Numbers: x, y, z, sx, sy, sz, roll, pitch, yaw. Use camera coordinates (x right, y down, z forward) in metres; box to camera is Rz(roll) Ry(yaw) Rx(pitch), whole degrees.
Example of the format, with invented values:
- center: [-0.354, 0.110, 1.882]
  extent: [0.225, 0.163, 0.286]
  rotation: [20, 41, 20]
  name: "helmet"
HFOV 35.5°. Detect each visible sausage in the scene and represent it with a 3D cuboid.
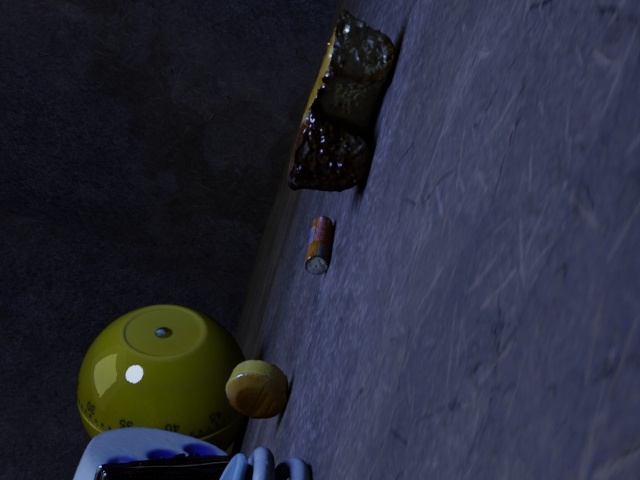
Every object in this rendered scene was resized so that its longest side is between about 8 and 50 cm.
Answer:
- center: [0.000, 0.000, 1.299]
  extent: [0.107, 0.031, 0.031]
  rotation: [-80, 8, -51]
  name: "sausage"

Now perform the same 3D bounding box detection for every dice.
- center: [-0.300, 0.502, 1.670]
  extent: [0.304, 0.277, 0.304]
  rotation: [-116, 40, -81]
  name: "dice"

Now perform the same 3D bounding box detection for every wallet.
- center: [-0.222, 0.414, 1.411]
  extent: [0.071, 0.262, 0.221]
  rotation: [28, 104, 47]
  name: "wallet"

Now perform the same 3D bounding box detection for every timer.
- center: [-0.312, 0.329, 1.980]
  extent: [0.376, 0.376, 0.387]
  rotation: [-83, -2, -60]
  name: "timer"

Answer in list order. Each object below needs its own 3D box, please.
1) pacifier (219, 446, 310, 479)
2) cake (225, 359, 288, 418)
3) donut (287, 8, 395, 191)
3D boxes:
- center: [-0.150, 0.288, 0.916]
  extent: [0.299, 0.233, 0.244]
  rotation: [-112, 41, -80]
  name: "pacifier"
- center: [-0.083, 0.197, 1.311]
  extent: [0.044, 0.084, 0.084]
  rotation: [-78, 6, -52]
  name: "cake"
- center: [0.025, -0.147, 1.175]
  extent: [0.141, 0.085, 0.217]
  rotation: [134, 152, -80]
  name: "donut"
